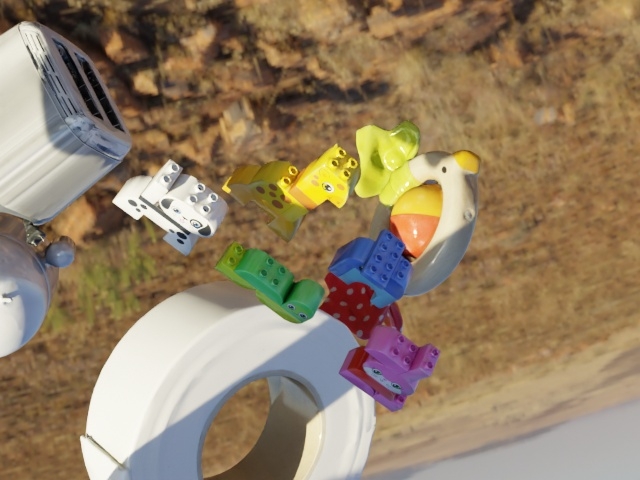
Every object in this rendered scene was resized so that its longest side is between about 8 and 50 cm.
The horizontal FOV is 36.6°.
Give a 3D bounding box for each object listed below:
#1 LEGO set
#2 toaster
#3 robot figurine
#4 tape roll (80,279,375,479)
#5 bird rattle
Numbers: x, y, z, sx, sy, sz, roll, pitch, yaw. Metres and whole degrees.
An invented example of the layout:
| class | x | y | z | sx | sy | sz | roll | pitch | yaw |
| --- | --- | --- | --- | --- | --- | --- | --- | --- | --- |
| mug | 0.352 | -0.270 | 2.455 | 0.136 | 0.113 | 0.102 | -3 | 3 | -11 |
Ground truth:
| class | x | y | z | sx | sy | sz | roll | pitch | yaw |
| --- | --- | --- | --- | --- | --- | --- | --- | --- | --- |
| LEGO set | 0.000 | 0.000 | 0.597 | 0.227 | 0.087 | 0.093 | 37 | 147 | -14 |
| toaster | -0.304 | -0.124 | 1.040 | 0.146 | 0.227 | 0.129 | -35 | 157 | 12 |
| robot figurine | -0.529 | 0.071 | 1.550 | 0.300 | 0.199 | 0.353 | -29 | -166 | -3 |
| tape roll | -0.083 | 0.186 | 0.959 | 0.286 | 0.286 | 0.100 | -5 | -165 | -37 |
| bird rattle | 0.090 | -0.012 | 1.071 | 0.143 | 0.253 | 0.207 | 29 | 161 | -22 |
